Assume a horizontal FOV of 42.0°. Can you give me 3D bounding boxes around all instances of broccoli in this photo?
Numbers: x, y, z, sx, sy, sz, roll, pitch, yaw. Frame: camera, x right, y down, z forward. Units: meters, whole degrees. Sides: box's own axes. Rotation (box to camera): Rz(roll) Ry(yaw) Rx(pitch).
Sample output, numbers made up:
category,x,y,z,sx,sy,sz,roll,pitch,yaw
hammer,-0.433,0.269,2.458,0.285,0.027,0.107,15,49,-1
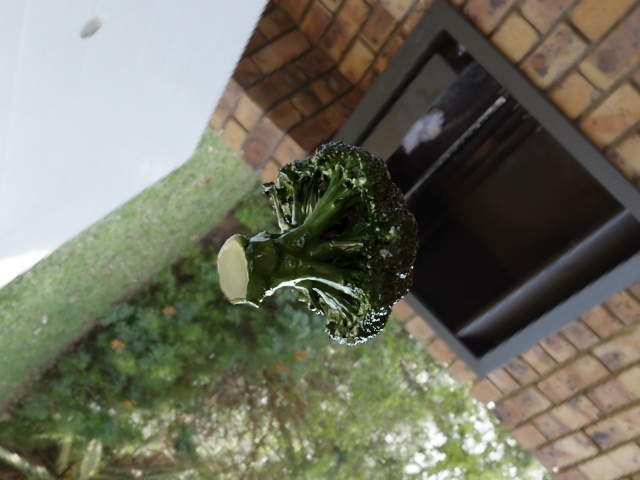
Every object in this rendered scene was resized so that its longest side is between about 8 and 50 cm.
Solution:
category,x,y,z,sx,sy,sz,roll,pitch,yaw
broccoli,0.000,0.000,1.182,0.297,0.298,0.297,-6,151,-38
